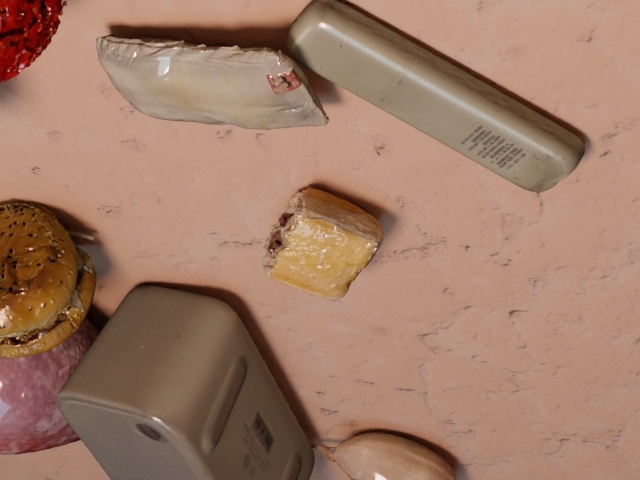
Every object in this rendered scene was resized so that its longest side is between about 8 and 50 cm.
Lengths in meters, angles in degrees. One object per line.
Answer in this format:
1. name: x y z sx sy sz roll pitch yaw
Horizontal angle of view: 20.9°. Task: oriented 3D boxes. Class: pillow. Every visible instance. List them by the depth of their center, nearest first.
1. pillow: -0.108 -0.154 1.694 0.229 0.051 0.128 7 155 28

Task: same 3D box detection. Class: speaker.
1. speaker: -0.148 0.239 2.143 0.183 0.184 0.406 9 146 28

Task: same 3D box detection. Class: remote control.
1. remote control: 0.109 -0.133 1.653 0.309 0.038 0.090 27 146 -13

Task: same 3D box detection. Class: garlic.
1. garlic: 0.083 0.298 2.241 0.198 0.090 0.128 21 166 -8

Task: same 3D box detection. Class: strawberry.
1. strawberry: -0.313 -0.244 1.569 0.184 0.187 0.201 -9 158 -43

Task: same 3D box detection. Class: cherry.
1. cherry: -0.382 0.157 2.125 0.285 0.213 0.236 10 -173 -31

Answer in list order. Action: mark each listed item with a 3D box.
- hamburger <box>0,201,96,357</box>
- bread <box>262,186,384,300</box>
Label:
1. hamburger: -0.344 0.037 1.986 0.185 0.177 0.113 -33 137 -5
2. bread: 0.001 0.000 1.856 0.106 0.082 0.125 16 137 -17
